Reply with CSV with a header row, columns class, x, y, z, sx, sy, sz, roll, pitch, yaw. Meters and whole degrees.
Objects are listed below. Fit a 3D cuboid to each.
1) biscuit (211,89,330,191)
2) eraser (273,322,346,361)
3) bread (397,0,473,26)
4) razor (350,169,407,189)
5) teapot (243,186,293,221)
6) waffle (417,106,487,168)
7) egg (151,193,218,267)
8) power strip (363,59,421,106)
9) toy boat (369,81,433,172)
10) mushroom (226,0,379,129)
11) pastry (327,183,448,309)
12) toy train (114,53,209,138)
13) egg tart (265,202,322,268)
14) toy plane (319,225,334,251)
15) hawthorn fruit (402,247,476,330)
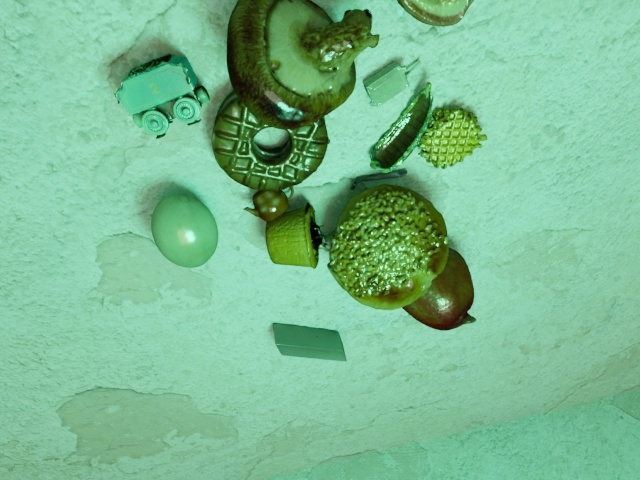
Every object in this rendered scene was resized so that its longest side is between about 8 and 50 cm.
class,x,y,z,sx,sy,sz,roll,pitch,yaw
biscuit,-0.139,-0.283,1.253,0.331,0.103,0.332,-7,132,-8
eraser,-0.040,0.427,1.876,0.352,0.111,0.077,12,128,-23
bread,0.262,-0.618,1.052,0.244,0.123,0.190,5,130,-16
razor,0.188,-0.203,1.448,0.190,0.033,0.066,-14,176,-5
teapot,-0.158,-0.128,1.388,0.173,0.116,0.116,-39,133,-15
waffle,0.393,-0.316,1.378,0.197,0.070,0.193,26,120,-27
egg,-0.404,-0.025,1.351,0.186,0.187,0.253,-10,131,-5
power strip,0.200,-0.442,1.238,0.175,0.042,0.075,-31,130,11
toy boat,0.254,-0.323,1.316,0.099,0.108,0.293,-3,137,-47
mushroom,-0.047,-0.433,1.023,0.345,0.346,0.259,29,154,-32
pastry,0.213,0.024,1.431,0.409,0.245,0.410,0,97,3
toy train,-0.391,-0.363,1.122,0.203,0.112,0.163,-21,125,3
egg tart,-0.080,-0.008,1.444,0.170,0.215,0.215,-6,132,6
toy plane,0.000,0.000,1.569,0.111,0.040,0.103,-16,113,-2
hawthorn fruit,0.411,0.175,1.647,0.294,0.312,0.295,-6,158,-2
